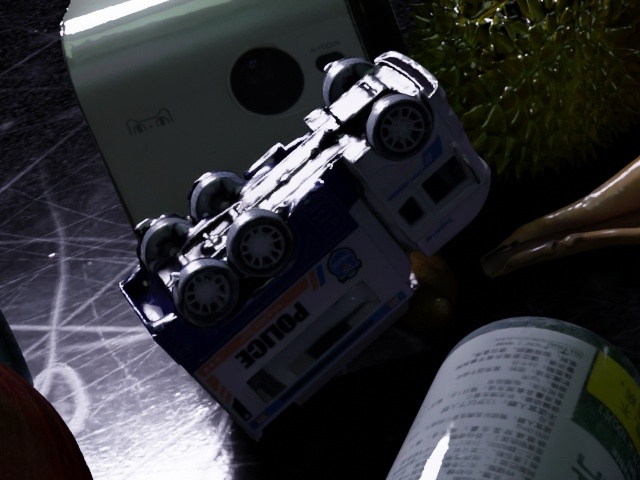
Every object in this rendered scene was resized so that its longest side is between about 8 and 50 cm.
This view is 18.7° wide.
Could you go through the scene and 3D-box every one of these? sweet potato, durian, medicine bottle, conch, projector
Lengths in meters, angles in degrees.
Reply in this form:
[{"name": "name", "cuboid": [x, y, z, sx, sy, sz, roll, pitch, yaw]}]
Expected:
[{"name": "sweet potato", "cuboid": [0.064, 0.016, 1.522, 0.067, 0.067, 0.274, -21, 20, -2]}, {"name": "durian", "cuboid": [0.197, -0.182, 1.660, 0.291, 0.225, 0.291, -13, 61, 25]}, {"name": "medicine bottle", "cuboid": [0.094, 0.173, 1.083, 0.141, 0.141, 0.293, -7, 28, 26]}, {"name": "conch", "cuboid": [0.272, -0.040, 1.465, 0.330, 0.093, 0.109, -32, 61, 24]}, {"name": "projector", "cuboid": [-0.058, -0.141, 1.694, 0.249, 0.248, 0.248, -17, 26, 11]}]

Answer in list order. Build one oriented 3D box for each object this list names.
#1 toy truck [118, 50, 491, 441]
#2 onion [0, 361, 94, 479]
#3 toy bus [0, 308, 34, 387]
[{"name": "toy truck", "cuboid": [0.000, 0.000, 1.405, 0.268, 0.155, 0.124, -41, 28, -2]}, {"name": "onion", "cuboid": [-0.306, 0.167, 1.157, 0.354, 0.353, 0.353, -16, 25, 8]}, {"name": "toy bus", "cuboid": [-0.358, 0.079, 1.618, 0.147, 0.128, 0.256, -34, 26, -24]}]
